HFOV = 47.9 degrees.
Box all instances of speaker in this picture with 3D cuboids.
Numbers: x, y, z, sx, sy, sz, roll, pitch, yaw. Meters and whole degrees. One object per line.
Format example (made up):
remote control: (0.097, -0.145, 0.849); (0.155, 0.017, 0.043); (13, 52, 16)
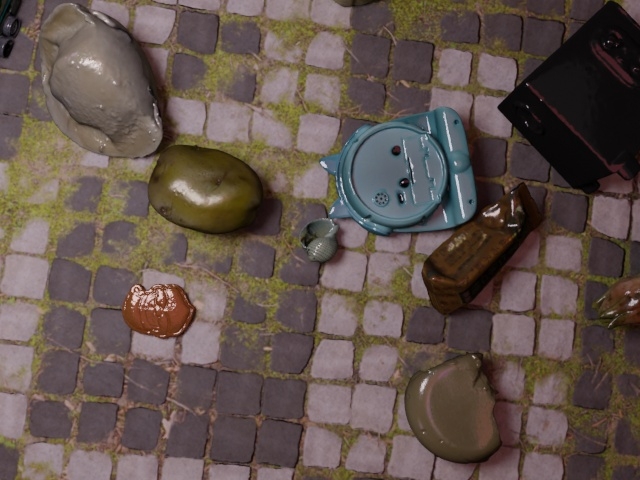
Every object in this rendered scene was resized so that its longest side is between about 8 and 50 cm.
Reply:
speaker: (0.505, -0.247, 1.315); (0.232, 0.184, 0.254); (-42, 88, -5)

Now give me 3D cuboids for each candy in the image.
candy: (0.298, 0.012, 1.318); (0.271, 0.143, 0.101); (-40, 50, -6)

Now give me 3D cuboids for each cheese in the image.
cheese: (0.247, 0.313, 1.310); (0.175, 0.091, 0.202); (-24, 90, -5)

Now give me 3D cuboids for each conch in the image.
conch: (-0.001, 0.003, 1.332); (0.076, 0.056, 0.085); (31, 54, 16)

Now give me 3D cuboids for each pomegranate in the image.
pomegranate: (0.655, 0.093, 1.318); (0.204, 0.277, 0.221); (9, 61, -40)

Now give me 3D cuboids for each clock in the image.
clock: (0.141, -0.117, 1.328); (0.274, 0.094, 0.223); (-11, 86, -5)

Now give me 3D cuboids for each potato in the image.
potato: (-0.203, -0.090, 1.283); (0.201, 0.137, 0.154); (21, 85, -1)

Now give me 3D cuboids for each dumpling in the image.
dumpling: (-0.409, -0.269, 1.284); (0.227, 0.175, 0.243); (-25, 73, 24)

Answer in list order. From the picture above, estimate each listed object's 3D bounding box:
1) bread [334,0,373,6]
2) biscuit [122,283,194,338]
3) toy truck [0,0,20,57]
bread: (0.078, -0.518, 1.326); (0.148, 0.141, 0.133); (-26, 89, -5)
biscuit: (-0.297, 0.128, 1.323); (0.131, 0.019, 0.102); (7, 87, -4)
toy truck: (-0.605, -0.426, 1.291); (0.114, 0.124, 0.253); (22, 87, -4)
